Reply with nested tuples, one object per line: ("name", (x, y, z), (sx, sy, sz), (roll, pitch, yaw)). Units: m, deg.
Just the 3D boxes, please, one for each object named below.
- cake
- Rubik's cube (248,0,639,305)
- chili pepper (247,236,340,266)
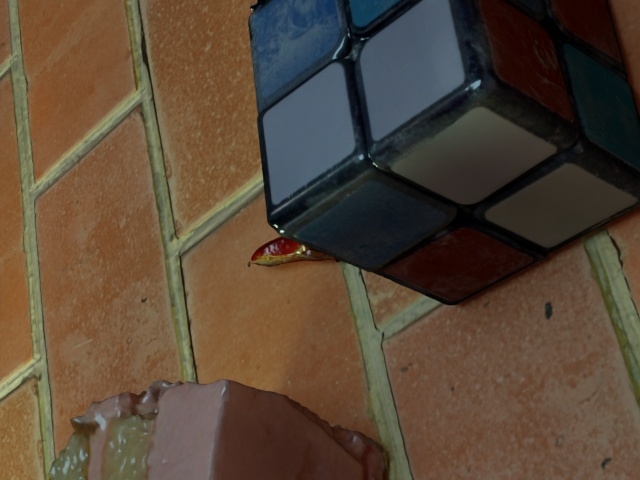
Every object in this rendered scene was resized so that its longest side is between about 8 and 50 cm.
("cake", (-0.125, 0.325, 1.647), (0.307, 0.314, 0.293), (-15, 61, 45))
("Rubik's cube", (0.137, -0.155, 1.564), (0.316, 0.313, 0.318), (-31, 51, 35))
("chili pepper", (0.000, 0.000, 1.853), (0.268, 0.059, 0.050), (-17, 23, 46))
